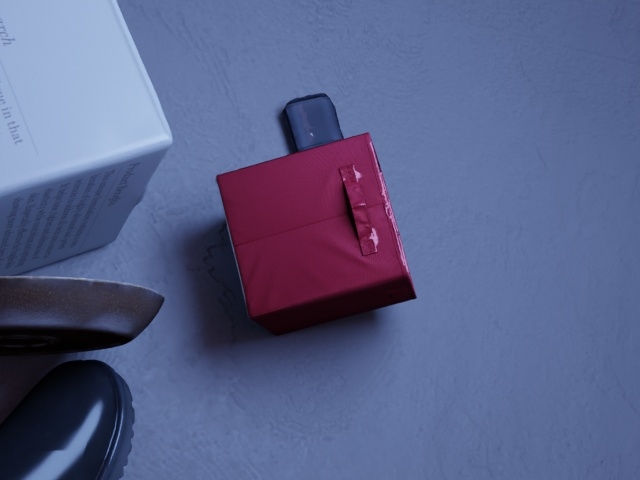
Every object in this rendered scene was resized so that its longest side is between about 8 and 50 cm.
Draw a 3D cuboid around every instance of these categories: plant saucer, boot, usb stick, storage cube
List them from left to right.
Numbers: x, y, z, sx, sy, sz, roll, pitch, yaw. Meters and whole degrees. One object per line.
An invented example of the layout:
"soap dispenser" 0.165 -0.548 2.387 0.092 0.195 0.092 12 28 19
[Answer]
"boot" -0.391 0.193 1.104 0.445 0.146 0.367 51 51 -46
"plant saucer" -0.322 0.087 1.222 0.310 0.310 0.050 2 78 -21
"storage cube" 0.000 0.000 1.414 0.193 0.215 0.183 -15 78 4
"usb stick" 0.018 -0.067 1.557 0.077 0.045 0.278 -12 78 -23

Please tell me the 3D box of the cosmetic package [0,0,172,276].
"cosmetic package" -0.426 -0.131 1.241 0.394 0.329 0.327 -20 79 -27
